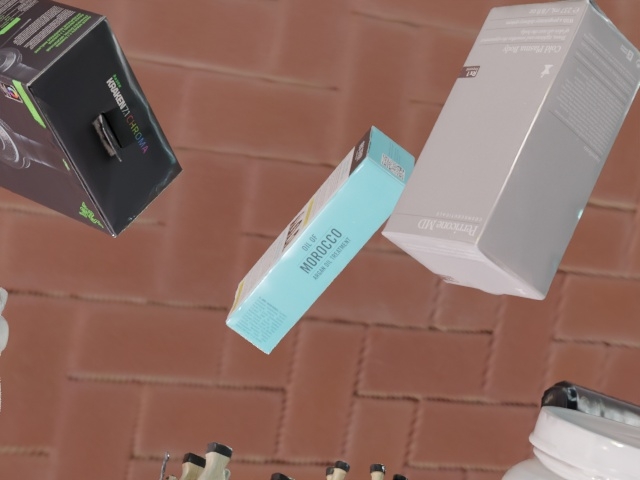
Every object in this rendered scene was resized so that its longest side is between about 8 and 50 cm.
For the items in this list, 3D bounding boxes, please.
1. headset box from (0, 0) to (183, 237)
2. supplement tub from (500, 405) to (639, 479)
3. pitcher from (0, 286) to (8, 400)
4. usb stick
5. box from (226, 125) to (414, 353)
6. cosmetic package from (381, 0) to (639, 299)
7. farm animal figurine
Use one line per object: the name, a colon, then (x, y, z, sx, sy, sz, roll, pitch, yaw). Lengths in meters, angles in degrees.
headset box: (-0.325, -0.158, 1.657, 0.131, 0.283, 0.246, -48, 138, -25)
supplement tub: (0.250, 0.338, 1.254, 0.241, 0.241, 0.331, 16, 91, -26)
pitcher: (-0.440, 0.168, 1.698, 0.125, 0.178, 0.207, 23, 48, -13)
usb stick: (0.322, 0.209, 1.481, 0.278, 0.045, 0.077, 21, 72, -45)
box: (0.000, 0.000, 1.465, 0.060, 0.100, 0.244, 37, 112, -10)
cosmetic package: (0.166, -0.078, 1.183, 0.107, 0.127, 0.238, 38, 71, -33)
farm animal figurine: (-0.065, 0.377, 1.743, 0.327, 0.330, 0.172, 20, 59, -8)
